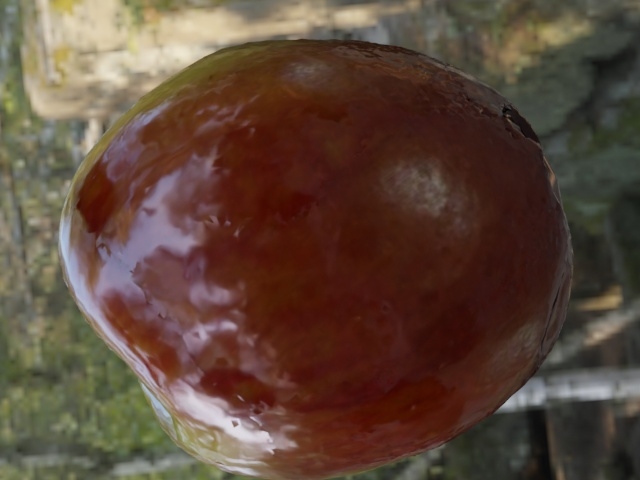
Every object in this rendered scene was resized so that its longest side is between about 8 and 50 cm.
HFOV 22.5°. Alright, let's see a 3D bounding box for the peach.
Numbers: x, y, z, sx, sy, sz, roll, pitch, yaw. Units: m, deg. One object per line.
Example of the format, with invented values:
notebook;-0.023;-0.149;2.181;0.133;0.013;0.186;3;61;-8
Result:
peach;0.000;0.000;0.902;0.238;0.281;0.281;66;-164;-53
